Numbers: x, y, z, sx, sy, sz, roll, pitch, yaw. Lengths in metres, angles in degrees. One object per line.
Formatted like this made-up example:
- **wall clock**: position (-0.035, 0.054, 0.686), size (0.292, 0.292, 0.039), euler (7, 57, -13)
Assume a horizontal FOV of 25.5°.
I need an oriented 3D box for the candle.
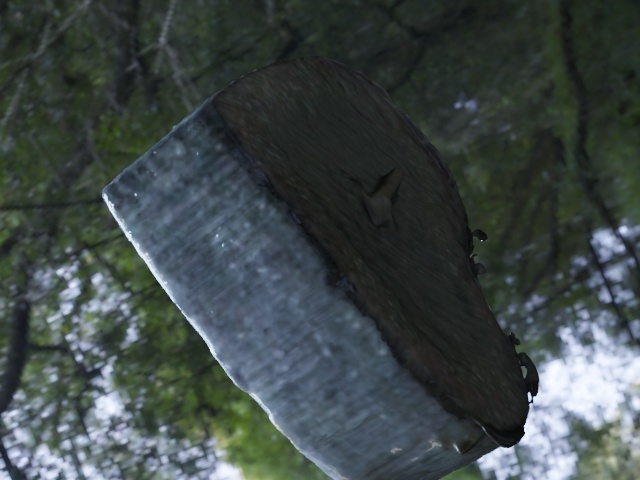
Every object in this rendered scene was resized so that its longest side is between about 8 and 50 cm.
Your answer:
- **candle**: position (0.000, 0.000, 0.545), size (0.168, 0.068, 0.192), euler (31, -149, -38)
